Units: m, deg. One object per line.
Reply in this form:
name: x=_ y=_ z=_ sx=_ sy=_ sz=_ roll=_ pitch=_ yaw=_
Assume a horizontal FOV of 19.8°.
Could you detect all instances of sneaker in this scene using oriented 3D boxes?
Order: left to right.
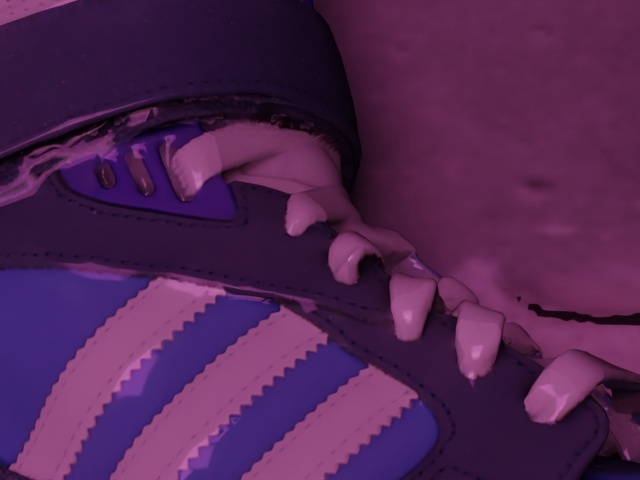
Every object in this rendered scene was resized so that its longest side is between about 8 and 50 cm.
sneaker: x=0.000 y=0.000 z=0.462 sx=0.323 sy=0.130 sz=0.236 roll=2 pitch=76 yaw=23
